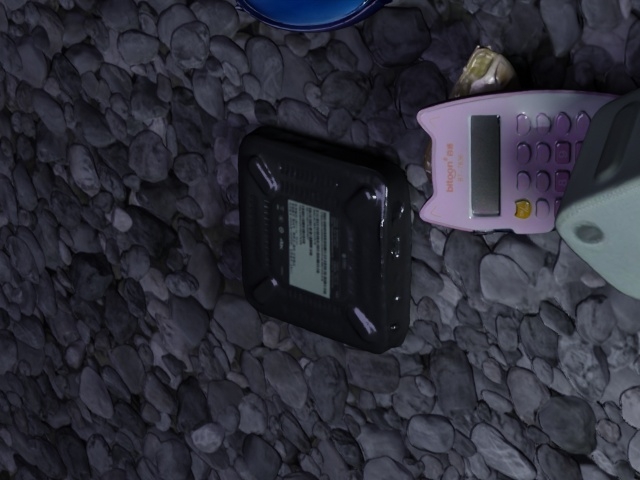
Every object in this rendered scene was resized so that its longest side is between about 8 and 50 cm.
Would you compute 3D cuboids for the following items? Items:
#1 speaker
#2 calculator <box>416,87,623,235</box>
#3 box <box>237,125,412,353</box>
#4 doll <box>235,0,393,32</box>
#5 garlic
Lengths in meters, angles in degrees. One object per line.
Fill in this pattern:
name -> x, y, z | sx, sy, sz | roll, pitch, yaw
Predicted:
speaker -> 0.454, -0.096, 1.647 | 0.183, 0.184, 0.406 | 40, 140, -23
calculator -> 0.265, -0.097, 1.871 | 0.294, 0.043, 0.194 | 0, 117, 8
box -> 0.000, 0.000, 2.205 | 0.289, 0.073, 0.290 | 19, 121, 34
doll -> -0.017, -0.412, 1.916 | 0.284, 0.240, 0.310 | -9, 89, 16
garlic -> 0.201, -0.158, 1.930 | 0.087, 0.101, 0.195 | 44, 131, 26
